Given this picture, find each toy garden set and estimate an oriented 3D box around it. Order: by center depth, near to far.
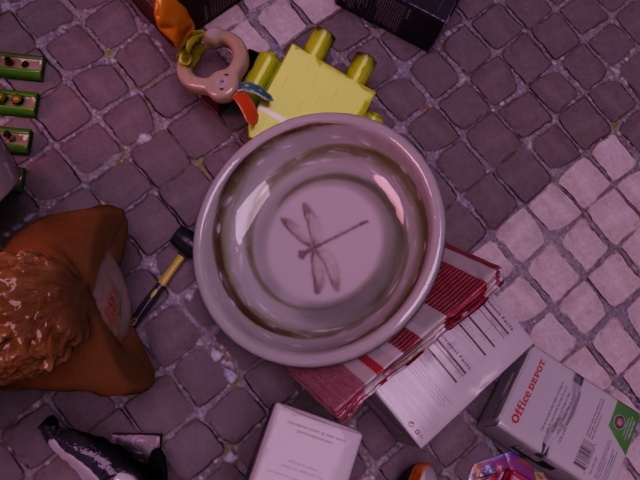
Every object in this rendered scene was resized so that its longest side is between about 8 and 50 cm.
[{"bbox_3d":[-0.579,-0.208,1.099,0.204,0.049,0.244,5,76,-6],"label":"toy garden set"}]

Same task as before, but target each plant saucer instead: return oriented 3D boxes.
[{"bbox_3d":[0.000,0.000,1.046,0.401,0.100,0.400,-5,73,17],"label":"plant saucer"}]

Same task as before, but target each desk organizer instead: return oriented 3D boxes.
[{"bbox_3d":[-0.151,-0.283,1.172,0.047,0.050,0.130,41,75,3],"label":"desk organizer"}]

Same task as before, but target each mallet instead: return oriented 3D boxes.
[{"bbox_3d":[-0.246,0.070,1.089,0.062,0.039,0.189,27,79,3],"label":"mallet"}]

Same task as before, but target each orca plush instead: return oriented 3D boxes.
[{"bbox_3d":[-0.278,0.342,0.977,0.287,0.151,0.102,39,43,3],"label":"orca plush"}]

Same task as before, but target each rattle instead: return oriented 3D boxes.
[{"bbox_3d":[-0.166,-0.291,1.068,0.130,0.142,0.199,-23,58,-16],"label":"rattle"}]

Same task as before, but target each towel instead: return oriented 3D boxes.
[{"bbox_3d":[0.094,0.116,1.038,0.329,0.237,0.037,-37,120,-14],"label":"towel"}]

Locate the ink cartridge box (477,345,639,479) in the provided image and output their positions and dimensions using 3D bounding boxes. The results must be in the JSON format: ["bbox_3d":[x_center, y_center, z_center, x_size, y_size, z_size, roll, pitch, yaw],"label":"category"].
[{"bbox_3d":[0.382,0.291,1.083,0.208,0.087,0.153,34,67,1],"label":"ink cartridge box"}]

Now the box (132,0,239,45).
[{"bbox_3d":[-0.175,-0.543,1.186,0.381,0.143,0.191,-40,85,-12],"label":"box"}]

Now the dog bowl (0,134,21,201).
[{"bbox_3d":[-0.567,-0.038,0.912,0.349,0.349,0.102,-40,116,-14],"label":"dog bowl"}]

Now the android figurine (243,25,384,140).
[{"bbox_3d":[-0.019,-0.217,1.151,0.248,0.056,0.272,27,89,-10],"label":"android figurine"}]

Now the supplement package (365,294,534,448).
[{"bbox_3d":[0.186,0.192,1.062,0.244,0.139,0.134,-38,85,-15],"label":"supplement package"}]

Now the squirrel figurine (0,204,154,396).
[{"bbox_3d":[-0.460,0.121,0.872,0.371,0.397,0.281,-12,90,3],"label":"squirrel figurine"}]

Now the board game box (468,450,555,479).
[{"bbox_3d":[0.324,0.411,1.084,0.169,0.033,0.133,-14,79,-10],"label":"board game box"}]

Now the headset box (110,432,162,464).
[{"bbox_3d":[-0.286,0.326,1.023,0.083,0.032,0.062,4,77,-8],"label":"headset box"}]

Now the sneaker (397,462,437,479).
[{"bbox_3d":[0.177,0.474,1.027,0.121,0.099,0.262,3,84,-14],"label":"sneaker"}]

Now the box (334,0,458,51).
[{"bbox_3d":[0.155,-0.471,1.227,0.207,0.108,0.153,29,75,-1],"label":"box"}]

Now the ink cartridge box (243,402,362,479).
[{"bbox_3d":[-0.059,0.391,0.939,0.131,0.226,0.306,18,76,-2],"label":"ink cartridge box"}]
